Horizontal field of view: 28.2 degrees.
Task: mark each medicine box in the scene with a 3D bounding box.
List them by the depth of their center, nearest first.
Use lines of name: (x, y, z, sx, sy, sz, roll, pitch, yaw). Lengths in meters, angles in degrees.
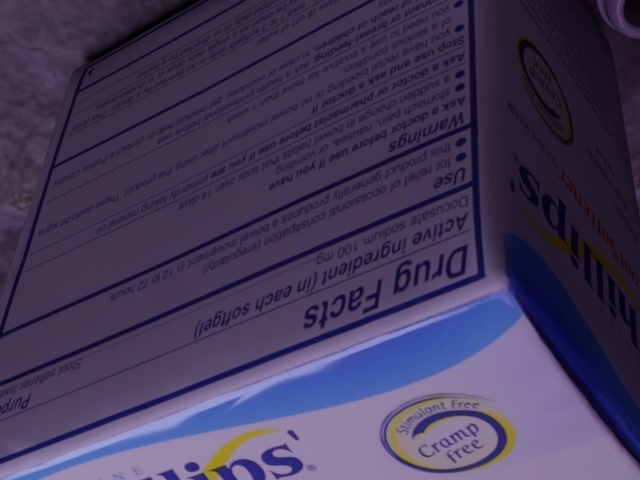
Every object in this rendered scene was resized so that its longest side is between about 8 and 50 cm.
medicine box: (0.000, 0.000, 0.594, 0.264, 0.289, 0.149, -23, 130, 27)

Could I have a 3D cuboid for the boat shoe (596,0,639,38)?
boat shoe: (0.232, -0.207, 0.511, 0.118, 0.103, 0.320, 33, 128, -26)
